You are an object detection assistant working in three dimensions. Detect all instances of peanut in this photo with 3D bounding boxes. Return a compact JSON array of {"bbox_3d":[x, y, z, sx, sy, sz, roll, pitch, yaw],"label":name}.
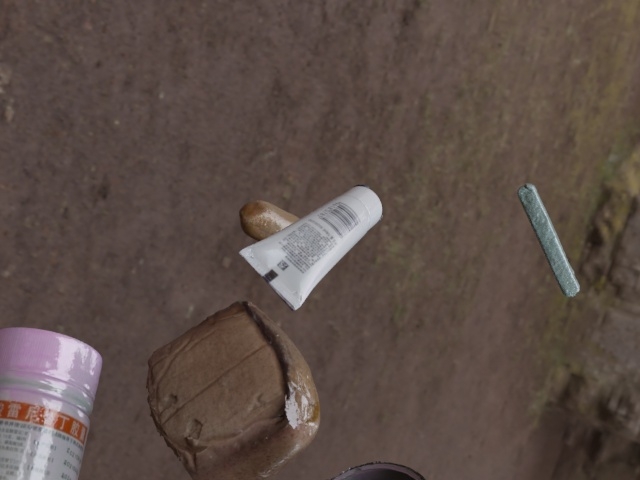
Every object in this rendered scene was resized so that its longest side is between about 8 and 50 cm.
[{"bbox_3d":[-0.089,-0.027,2.066,0.152,0.076,0.076,24,86,-25],"label":"peanut"}]

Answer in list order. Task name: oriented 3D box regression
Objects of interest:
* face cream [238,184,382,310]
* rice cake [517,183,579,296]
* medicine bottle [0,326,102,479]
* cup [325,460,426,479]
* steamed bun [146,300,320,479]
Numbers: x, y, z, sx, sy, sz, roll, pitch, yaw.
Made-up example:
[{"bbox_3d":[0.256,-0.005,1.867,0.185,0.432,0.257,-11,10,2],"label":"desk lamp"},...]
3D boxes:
[{"bbox_3d":[0.000,0.000,1.304,0.058,0.092,0.244,-50,172,38],"label":"face cream"},{"bbox_3d":[0.319,-0.001,1.510,0.170,0.029,0.033,64,13,-4],"label":"rice cake"},{"bbox_3d":[-0.485,0.321,1.768,0.202,0.202,0.316,64,28,-58],"label":"medicine bottle"},{"bbox_3d":[0.104,0.461,1.441,0.203,0.203,0.288,-53,131,-34],"label":"cup"},{"bbox_3d":[-0.123,0.265,1.724,0.251,0.301,0.199,-31,134,2],"label":"steamed bun"}]
